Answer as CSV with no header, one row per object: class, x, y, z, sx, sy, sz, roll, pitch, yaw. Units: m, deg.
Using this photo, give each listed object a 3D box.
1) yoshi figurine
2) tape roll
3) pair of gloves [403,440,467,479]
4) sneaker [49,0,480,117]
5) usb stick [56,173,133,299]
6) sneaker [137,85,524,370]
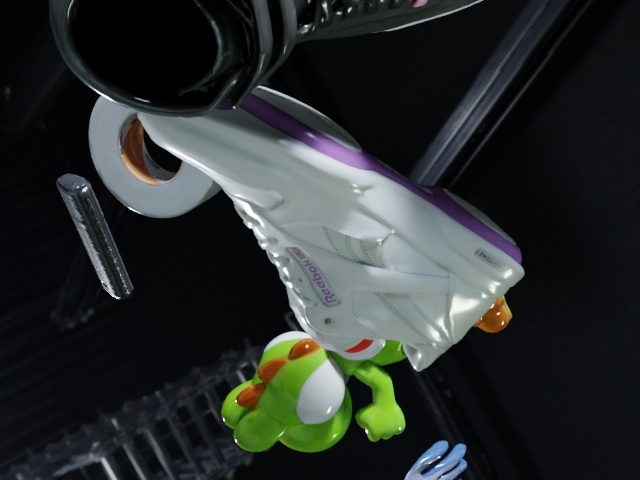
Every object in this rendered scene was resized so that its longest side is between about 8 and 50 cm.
yoshi figurine,0.049,0.141,1.017,0.203,0.362,0.203,54,0,-18
tape roll,-0.242,-0.148,1.243,0.219,0.072,0.219,7,-69,20
pair of gloves,0.106,0.320,0.902,0.023,0.159,0.198,27,-54,47
sneaker,-0.005,-0.131,0.432,0.146,0.296,0.104,-100,-176,-52
usb stick,-0.406,-0.003,1.471,0.077,0.045,0.278,24,-38,32
sneaker,0.000,0.000,0.568,0.152,0.305,0.114,-55,-158,14
